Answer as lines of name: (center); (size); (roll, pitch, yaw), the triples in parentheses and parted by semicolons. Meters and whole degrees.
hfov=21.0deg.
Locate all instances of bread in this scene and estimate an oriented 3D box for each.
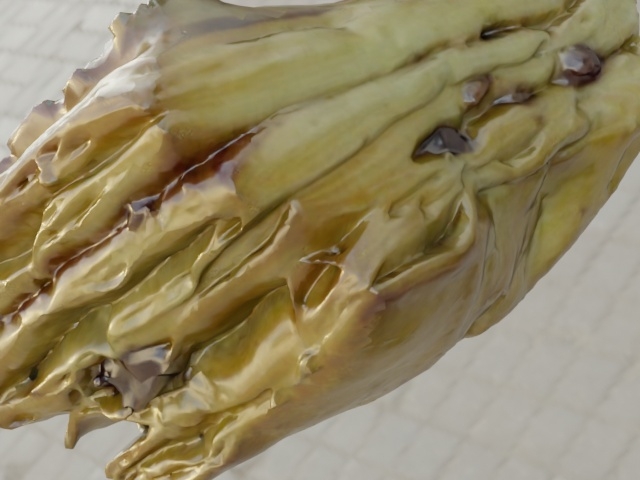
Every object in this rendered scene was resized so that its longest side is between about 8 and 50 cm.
bread: (0.000, 0.000, 0.929); (0.370, 0.192, 0.314); (-13, -19, -42)
